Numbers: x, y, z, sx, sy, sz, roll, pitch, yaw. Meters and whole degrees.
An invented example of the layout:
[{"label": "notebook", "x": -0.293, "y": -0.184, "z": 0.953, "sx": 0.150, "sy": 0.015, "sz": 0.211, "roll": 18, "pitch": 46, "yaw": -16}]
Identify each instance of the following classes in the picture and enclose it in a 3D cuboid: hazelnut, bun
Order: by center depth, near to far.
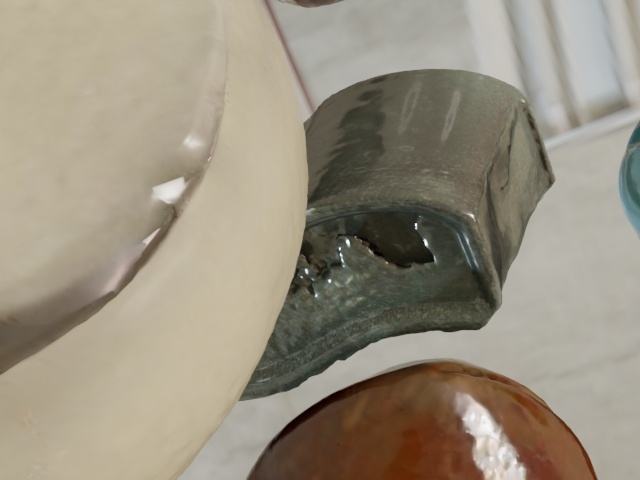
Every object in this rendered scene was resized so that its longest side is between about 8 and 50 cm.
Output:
[{"label": "bun", "x": -0.084, "y": 0.002, "z": 0.412, "sx": 0.173, "sy": 0.120, "sz": 0.173, "roll": -4, "pitch": -130, "yaw": 5}, {"label": "hazelnut", "x": 0.054, "y": 0.147, "z": 0.970, "sx": 0.208, "sy": 0.208, "sz": 0.208, "roll": -22, "pitch": -168, "yaw": 5}]

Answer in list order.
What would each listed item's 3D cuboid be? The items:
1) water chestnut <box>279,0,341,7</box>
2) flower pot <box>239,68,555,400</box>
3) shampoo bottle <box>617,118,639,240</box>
[{"label": "water chestnut", "x": 0.006, "y": -0.361, "z": 1.810, "sx": 0.289, "sy": 0.289, "sz": 0.244, "roll": -27, "pitch": -178, "yaw": -18}, {"label": "flower pot", "x": 0.000, "y": 0.000, "z": 0.968, "sx": 0.229, "sy": 0.103, "sz": 0.108, "roll": -17, "pitch": -149, "yaw": 31}, {"label": "shampoo bottle", "x": 0.465, "y": 0.005, "z": 1.605, "sx": 0.331, "sy": 0.342, "sz": 0.331, "roll": -29, "pitch": -153, "yaw": 16}]
